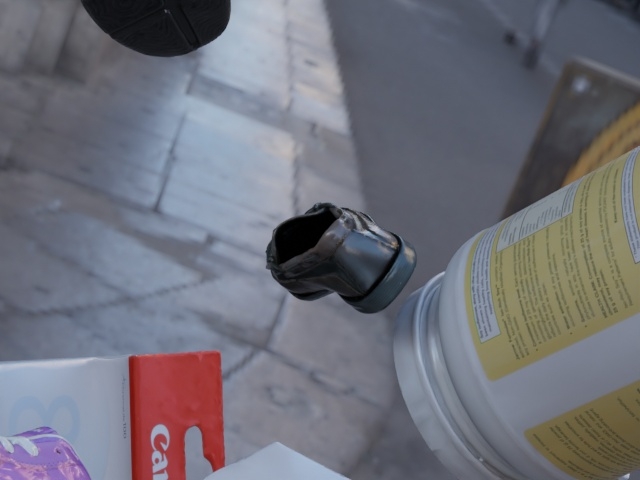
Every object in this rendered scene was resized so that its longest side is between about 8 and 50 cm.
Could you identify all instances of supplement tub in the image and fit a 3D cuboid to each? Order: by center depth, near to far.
[{"bbox_3d":[0.249,0.065,1.362,0.241,0.331,0.241,31,44,-35],"label":"supplement tub"}]

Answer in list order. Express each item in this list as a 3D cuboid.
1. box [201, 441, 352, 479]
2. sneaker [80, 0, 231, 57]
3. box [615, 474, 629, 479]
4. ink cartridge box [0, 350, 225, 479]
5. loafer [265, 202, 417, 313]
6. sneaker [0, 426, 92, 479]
[{"bbox_3d":[-0.073,0.415,1.673,0.168,0.345,0.215,23,23,25],"label":"box"},{"bbox_3d":[-0.243,-0.421,1.842,0.447,0.169,0.257,53,18,-47],"label":"sneaker"},{"bbox_3d":[0.254,0.191,1.719,0.114,0.103,0.203,32,33,-7],"label":"box"},{"bbox_3d":[-0.235,0.285,1.880,0.385,0.308,0.091,0,-3,-42],"label":"ink cartridge box"},{"bbox_3d":[0.000,0.000,1.452,0.084,0.096,0.267,36,-8,-19],"label":"loafer"},{"bbox_3d":[-0.255,0.150,1.093,0.282,0.102,0.161,49,33,-13],"label":"sneaker"}]
